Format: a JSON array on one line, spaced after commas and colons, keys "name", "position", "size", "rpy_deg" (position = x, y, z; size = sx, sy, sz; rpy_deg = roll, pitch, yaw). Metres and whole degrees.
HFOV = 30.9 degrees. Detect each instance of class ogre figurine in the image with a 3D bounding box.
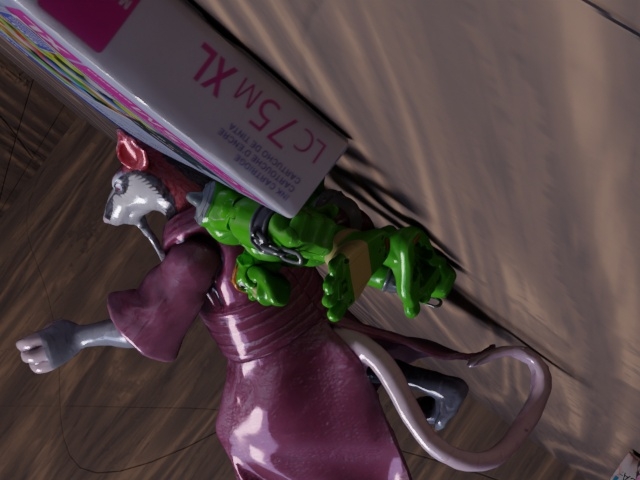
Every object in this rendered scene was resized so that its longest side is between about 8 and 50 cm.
[{"name": "ogre figurine", "position": [0.000, 0.000, 0.736], "size": [0.118, 0.096, 0.197], "rpy_deg": [19, -160, 33]}]

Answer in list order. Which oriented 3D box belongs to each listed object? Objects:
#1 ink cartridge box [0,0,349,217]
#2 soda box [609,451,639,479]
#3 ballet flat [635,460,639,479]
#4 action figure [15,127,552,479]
[{"name": "ink cartridge box", "position": [-0.126, -0.114, 0.692], "size": [0.186, 0.065, 0.311], "rpy_deg": [39, 177, -28]}, {"name": "soda box", "position": [0.334, 0.270, 1.210], "size": [0.058, 0.063, 0.183], "rpy_deg": [34, 176, 24]}, {"name": "ballet flat", "position": [0.326, 0.258, 1.017], "size": [0.221, 0.079, 0.077], "rpy_deg": [39, 174, -40]}, {"name": "action figure", "position": [-0.042, 0.060, 0.893], "size": [0.276, 0.248, 0.370], "rpy_deg": [-5, 127, 45]}]
